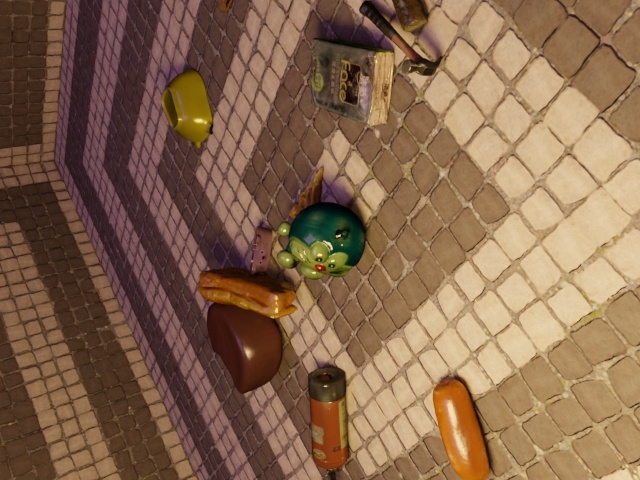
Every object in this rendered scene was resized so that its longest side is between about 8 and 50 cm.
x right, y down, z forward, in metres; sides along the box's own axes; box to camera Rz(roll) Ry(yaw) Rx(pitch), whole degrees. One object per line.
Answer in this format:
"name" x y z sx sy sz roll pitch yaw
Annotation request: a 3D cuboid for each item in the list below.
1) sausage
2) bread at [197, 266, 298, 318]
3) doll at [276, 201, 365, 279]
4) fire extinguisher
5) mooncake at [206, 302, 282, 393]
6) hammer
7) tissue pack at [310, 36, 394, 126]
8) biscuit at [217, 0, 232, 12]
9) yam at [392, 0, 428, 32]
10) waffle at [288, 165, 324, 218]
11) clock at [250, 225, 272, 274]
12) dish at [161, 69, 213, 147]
"sausage" 0.322 0.442 1.394 0.098 0.098 0.238 -23 83 54
"bread" -0.212 0.163 1.906 0.381 0.185 0.109 9 97 40
"doll" 0.001 0.000 1.584 0.322 0.199 0.186 -10 57 65
"fire extinguisher" 0.029 0.564 1.850 0.200 0.113 0.375 -73 -19 -74
"mooncake" -0.254 0.349 2.071 0.326 0.174 0.333 7 111 56
"hammer" 0.159 -0.438 1.294 0.287 0.111 0.033 58 139 35
"tissue pack" 0.069 -0.383 1.444 0.236 0.073 0.173 32 128 44
"biscuit" -0.282 -0.756 1.830 0.147 0.018 0.071 -44 65 52
"yam" 0.159 -0.562 1.271 0.061 0.061 0.252 -29 78 54
"waffle" -0.042 -0.140 1.728 0.125 0.032 0.190 34 126 45
"clock" -0.189 0.038 1.920 0.110 0.050 0.152 -105 25 -67
"dish" -0.488 -0.466 2.141 0.221 0.108 0.262 -25 82 55
